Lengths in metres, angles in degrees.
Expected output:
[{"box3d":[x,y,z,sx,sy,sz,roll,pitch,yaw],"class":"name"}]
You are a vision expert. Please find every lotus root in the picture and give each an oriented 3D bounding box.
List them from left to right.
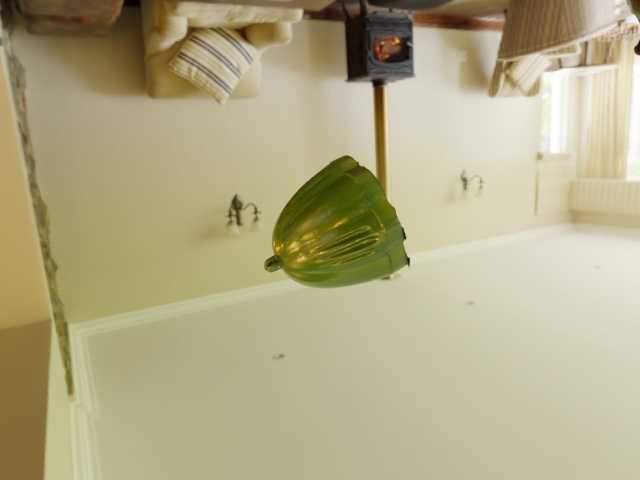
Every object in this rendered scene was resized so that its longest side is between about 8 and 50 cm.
[{"box3d":[0.000,0.000,0.638,0.186,0.186,0.186,-4,-169,1],"class":"lotus root"}]

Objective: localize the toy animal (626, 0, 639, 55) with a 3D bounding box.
[{"box3d":[0.450,-0.330,0.547,0.094,0.225,0.121,19,-163,-19],"class":"toy animal"}]
